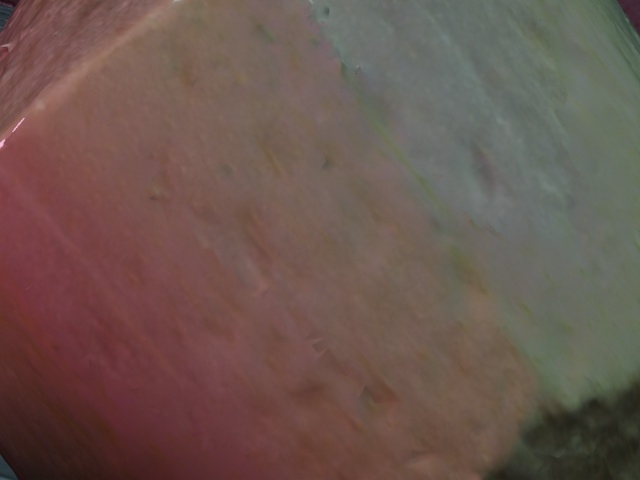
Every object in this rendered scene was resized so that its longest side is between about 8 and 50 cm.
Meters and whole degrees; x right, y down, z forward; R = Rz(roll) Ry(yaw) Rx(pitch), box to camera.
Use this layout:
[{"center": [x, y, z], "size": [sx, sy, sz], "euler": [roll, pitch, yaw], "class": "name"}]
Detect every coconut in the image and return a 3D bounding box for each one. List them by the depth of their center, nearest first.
[{"center": [0.000, 0.000, 0.557], "size": [0.244, 0.239, 0.239], "euler": [54, 16, 4], "class": "coconut"}]
